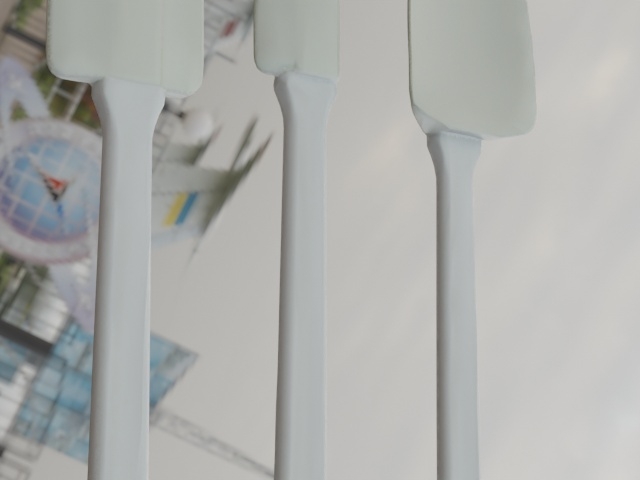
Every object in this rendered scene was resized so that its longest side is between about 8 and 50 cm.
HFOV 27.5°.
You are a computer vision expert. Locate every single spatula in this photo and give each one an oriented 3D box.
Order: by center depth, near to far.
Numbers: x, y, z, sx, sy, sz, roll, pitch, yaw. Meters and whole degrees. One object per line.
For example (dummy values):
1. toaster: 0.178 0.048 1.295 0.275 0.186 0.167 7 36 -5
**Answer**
1. spatula: 0.000 0.000 0.375 0.019 0.168 0.242 -12 -105 50
